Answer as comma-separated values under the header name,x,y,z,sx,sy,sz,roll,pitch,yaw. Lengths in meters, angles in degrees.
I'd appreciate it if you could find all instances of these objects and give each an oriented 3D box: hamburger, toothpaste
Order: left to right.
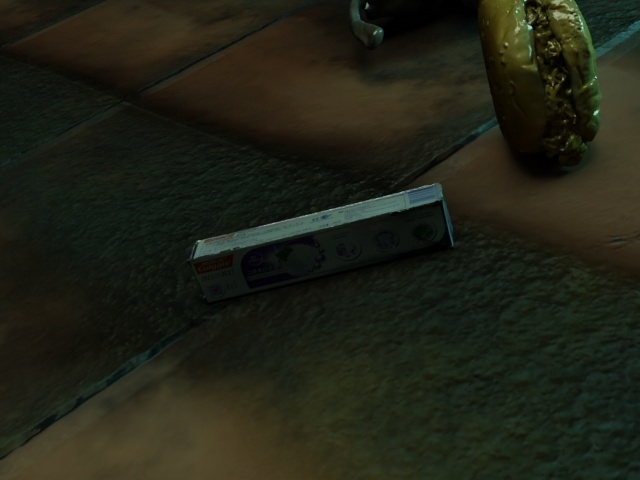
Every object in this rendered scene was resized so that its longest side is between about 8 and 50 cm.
name,x,y,z,sx,sy,sz,roll,pitch,yaw
toothpaste,0.000,0.000,0.681,0.196,0.047,0.040,-14,34,8
hamburger,0.173,-0.139,0.725,0.083,0.138,0.147,-16,38,11

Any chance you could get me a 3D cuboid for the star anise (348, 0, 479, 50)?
name,x,y,z,sx,sy,sz,roll,pitch,yaw
star anise,0.173,-0.344,1.053,0.315,0.139,0.359,-20,30,10
